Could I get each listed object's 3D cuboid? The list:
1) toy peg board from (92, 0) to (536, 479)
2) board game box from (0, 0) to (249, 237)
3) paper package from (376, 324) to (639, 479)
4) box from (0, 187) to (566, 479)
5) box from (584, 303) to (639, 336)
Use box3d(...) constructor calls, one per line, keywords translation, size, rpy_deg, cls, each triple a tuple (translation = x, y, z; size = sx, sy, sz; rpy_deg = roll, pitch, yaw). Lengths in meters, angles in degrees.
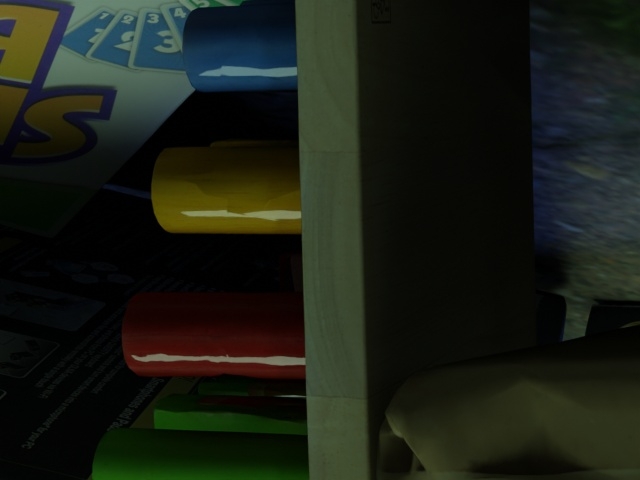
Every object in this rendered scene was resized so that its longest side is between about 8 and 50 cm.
box3d(translation=(0.000, 0.000, 0.500), size=(0.079, 0.161, 0.161), rpy_deg=(0, -175, 19), cls="toy peg board")
box3d(translation=(-0.087, -0.073, 0.527), size=(0.124, 0.039, 0.259), rpy_deg=(17, 149, -25), cls="board game box")
box3d(translation=(0.224, 0.090, 0.454), size=(0.309, 0.168, 0.325), rpy_deg=(-5, 179, 33), cls="paper package")
box3d(translation=(-0.076, 0.063, 0.703), size=(0.318, 0.097, 0.395), rpy_deg=(11, -168, 6), cls="box")
box3d(translation=(0.275, 0.105, 0.903), size=(0.216, 0.060, 0.270), rpy_deg=(1, 159, 37), cls="box")
